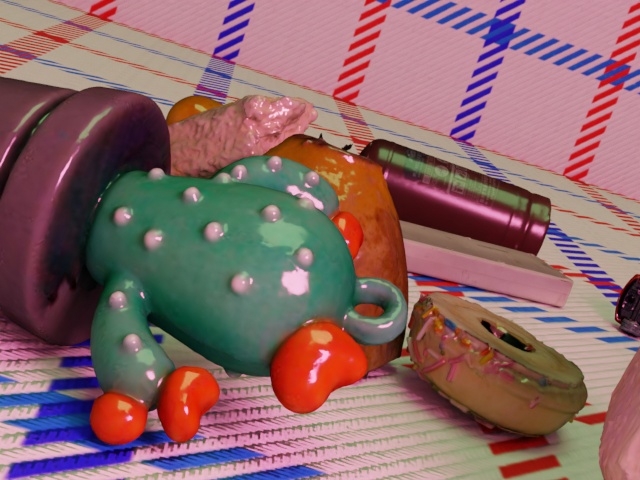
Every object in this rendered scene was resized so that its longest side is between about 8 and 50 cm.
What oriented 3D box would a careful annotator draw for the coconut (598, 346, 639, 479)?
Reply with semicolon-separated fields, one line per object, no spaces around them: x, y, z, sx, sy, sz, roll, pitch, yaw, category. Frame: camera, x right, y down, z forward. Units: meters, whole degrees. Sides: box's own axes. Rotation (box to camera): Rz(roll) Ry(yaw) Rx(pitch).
0.353;0.113;0.683;0.353;0.352;0.352;19;13;-4;coconut

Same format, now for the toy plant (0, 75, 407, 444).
-0.128;-0.009;0.799;0.400;0.185;0.279;18;16;17;toy plant

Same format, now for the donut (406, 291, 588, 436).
0.147;0.108;0.978;0.175;0.068;0.174;26;11;-5;donut

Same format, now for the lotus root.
0.001;0.000;0.995;0.188;0.179;0.199;22;12;26;lotus root

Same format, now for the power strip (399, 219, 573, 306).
0.154;0.018;1.439;0.367;0.043;0.106;14;14;-26;power strip

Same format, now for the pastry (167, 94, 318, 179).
-0.124;-0.087;1.147;0.259;0.089;0.121;-9;0;25;pastry

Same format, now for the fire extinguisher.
0.150;-0.067;1.612;0.337;0.114;0.135;19;28;-3;fire extinguisher

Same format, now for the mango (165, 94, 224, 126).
-0.152;-0.154;1.619;0.102;0.084;0.184;21;2;23;mango

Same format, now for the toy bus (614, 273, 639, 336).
0.479;0.111;1.462;0.195;0.081;0.089;25;4;23;toy bus
